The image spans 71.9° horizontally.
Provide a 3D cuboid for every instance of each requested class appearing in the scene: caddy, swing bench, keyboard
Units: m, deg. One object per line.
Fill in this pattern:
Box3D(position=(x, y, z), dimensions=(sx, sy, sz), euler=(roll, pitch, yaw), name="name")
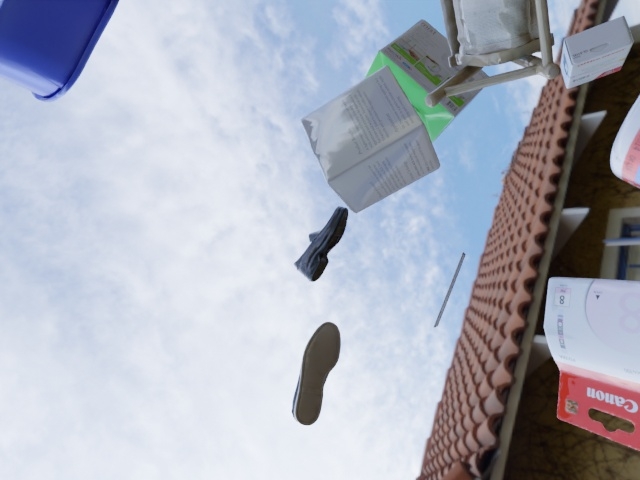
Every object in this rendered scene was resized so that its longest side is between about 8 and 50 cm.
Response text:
Box3D(position=(-0.446, -0.403, 0.736), dimensions=(0.179, 0.341, 0.241), euler=(15, -148, -54), name="caddy")
Box3D(position=(0.221, -0.359, 0.606), dimensions=(0.255, 0.165, 0.253), euler=(-57, -46, -49), name="swing bench")
Box3D(position=(0.416, 0.159, 1.419), dimensions=(0.256, 0.014, 0.072), euler=(-69, -17, 2), name="keyboard")

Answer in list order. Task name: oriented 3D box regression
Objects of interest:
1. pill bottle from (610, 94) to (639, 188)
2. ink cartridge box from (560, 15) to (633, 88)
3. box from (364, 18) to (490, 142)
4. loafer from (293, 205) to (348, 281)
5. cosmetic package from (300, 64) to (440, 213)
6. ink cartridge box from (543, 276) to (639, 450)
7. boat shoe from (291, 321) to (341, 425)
Box3D(position=(0.329, -0.046, 0.281), dimensions=(0.124, 0.221, 0.124), euler=(-24, -42, -24), name="pill bottle")
Box3D(position=(0.671, -0.456, 1.084), dimensions=(0.175, 0.127, 0.072), euler=(3, -106, -64), name="ink cartridge box")
Box3D(position=(0.295, -0.443, 1.215), dimensions=(0.262, 0.127, 0.231), euler=(42, -121, 3), name="box")
Box3D(position=(0.000, 0.000, 0.911), dimensions=(0.170, 0.061, 0.062), euler=(-61, -22, 6), name="loafer")
Box3D(position=(0.091, -0.175, 0.798), dimensions=(0.151, 0.183, 0.151), euler=(37, -152, -59), name="cosmetic package")
Box3D(position=(0.423, 0.175, 0.657), dimensions=(0.066, 0.189, 0.232), euler=(14, -97, -20), name="ink cartridge box")
Box3D(position=(-0.015, 0.267, 0.906), dimensions=(0.075, 0.065, 0.206), euler=(20, -106, -13), name="boat shoe")
